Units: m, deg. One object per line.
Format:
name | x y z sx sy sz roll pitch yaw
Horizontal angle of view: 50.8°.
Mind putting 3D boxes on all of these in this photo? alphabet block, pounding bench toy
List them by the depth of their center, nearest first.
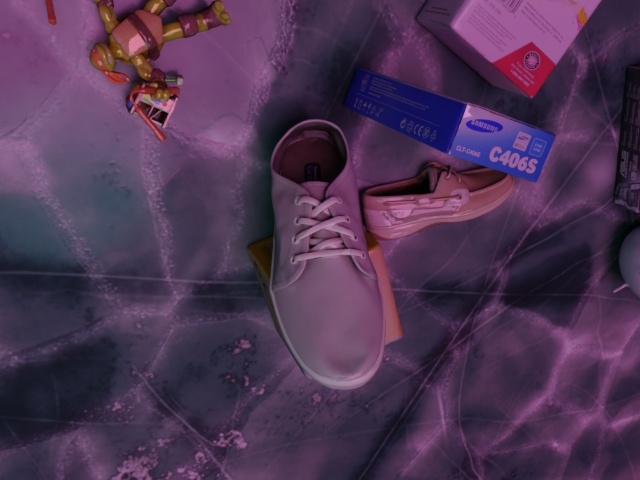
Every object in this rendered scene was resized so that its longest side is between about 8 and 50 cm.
pounding bench toy | -0.252 -0.224 1.021 0.065 0.052 0.083 22 102 -29
alphabet block | 0.007 0.089 1.190 0.193 0.192 0.197 -24 121 -13

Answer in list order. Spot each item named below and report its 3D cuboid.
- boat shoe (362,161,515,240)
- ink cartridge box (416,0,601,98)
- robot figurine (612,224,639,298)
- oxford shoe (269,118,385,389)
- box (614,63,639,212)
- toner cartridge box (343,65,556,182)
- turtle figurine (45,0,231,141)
boat shoe | 0.222 -0.092 1.250 0.302 0.109 0.098 -17 119 -9
ink cartridge box | 0.346 -0.433 1.134 0.226 0.131 0.306 30 97 -30
robot figurine | 0.819 0.027 1.496 0.353 0.199 0.300 -23 148 -13
oxford shoe | 0.000 0.000 1.019 0.169 0.449 0.130 -5 153 -4
box | 0.756 -0.232 1.427 0.242 0.076 0.307 -15 117 -16
toner cartridge box | 0.182 -0.189 1.046 0.165 0.348 0.075 11 106 -27
turtle figurine | -0.242 -0.291 0.967 0.217 0.087 0.269 -36 92 -12
